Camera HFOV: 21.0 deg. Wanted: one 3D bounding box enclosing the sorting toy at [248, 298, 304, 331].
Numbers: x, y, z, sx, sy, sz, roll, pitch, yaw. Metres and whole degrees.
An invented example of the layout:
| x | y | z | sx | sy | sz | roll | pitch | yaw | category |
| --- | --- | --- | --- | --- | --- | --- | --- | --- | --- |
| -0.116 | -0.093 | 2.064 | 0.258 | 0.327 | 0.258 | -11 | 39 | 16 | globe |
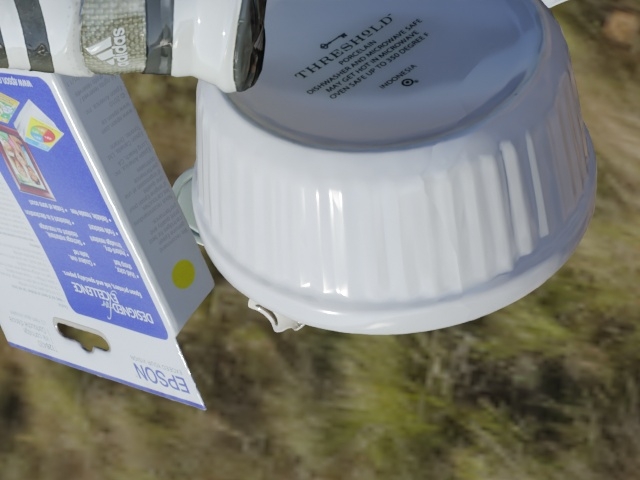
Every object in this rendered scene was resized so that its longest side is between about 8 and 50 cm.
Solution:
| x | y | z | sx | sy | sz | roll | pitch | yaw | category |
| --- | --- | --- | --- | --- | --- | --- | --- | --- | --- |
| -0.056 | 0.081 | 2.159 | 0.083 | 0.045 | 0.075 | 43 | 137 | -1 | sorting toy |

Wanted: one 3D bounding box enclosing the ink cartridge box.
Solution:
| x | y | z | sx | sy | sz | roll | pitch | yaw | category |
| --- | --- | --- | --- | --- | --- | --- | --- | --- | --- |
| -0.216 | -0.030 | 1.393 | 0.303 | 0.072 | 0.307 | 12 | 133 | 48 | ink cartridge box |

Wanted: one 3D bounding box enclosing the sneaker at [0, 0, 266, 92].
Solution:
| x | y | z | sx | sy | sz | roll | pitch | yaw | category |
| --- | --- | --- | --- | --- | --- | --- | --- | --- | --- |
| -0.163 | -0.265 | 0.942 | 0.169 | 0.257 | 0.447 | 97 | 171 | -48 | sneaker |

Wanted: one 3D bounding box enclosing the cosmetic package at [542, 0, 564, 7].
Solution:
| x | y | z | sx | sy | sz | roll | pitch | yaw | category |
| --- | --- | --- | --- | --- | --- | --- | --- | --- | --- |
| 0.110 | -0.437 | 1.601 | 0.329 | 0.327 | 0.394 | -21 | 48 | 23 | cosmetic package |

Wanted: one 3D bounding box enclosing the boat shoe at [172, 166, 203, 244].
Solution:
| x | y | z | sx | sy | sz | roll | pitch | yaw | category |
| --- | --- | --- | --- | --- | --- | --- | --- | --- | --- |
| 0.000 | 0.000 | 1.708 | 0.302 | 0.091 | 0.114 | 26 | 94 | 13 | boat shoe |

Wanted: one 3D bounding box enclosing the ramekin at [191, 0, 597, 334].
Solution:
| x | y | z | sx | sy | sz | roll | pitch | yaw | category |
| --- | --- | --- | --- | --- | --- | --- | --- | --- | --- |
| 0.043 | -0.078 | 1.107 | 0.127 | 0.273 | 0.273 | 82 | 162 | -44 | ramekin |
